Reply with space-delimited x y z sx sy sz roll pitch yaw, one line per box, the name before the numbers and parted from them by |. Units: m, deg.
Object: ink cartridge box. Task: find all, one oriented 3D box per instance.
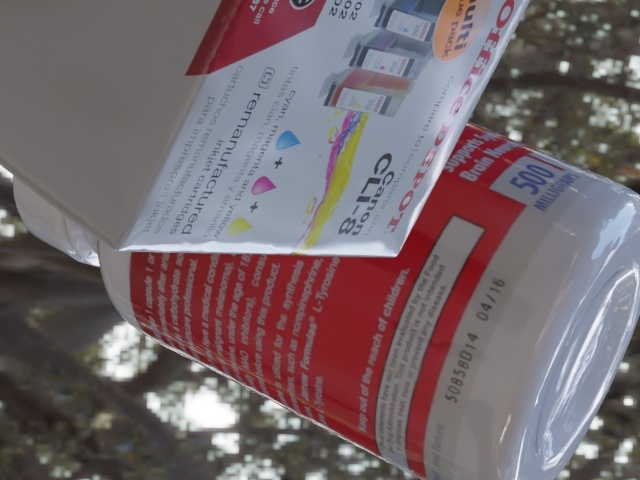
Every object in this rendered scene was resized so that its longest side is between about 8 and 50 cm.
ink cartridge box | -0.032 -0.078 0.529 0.127 0.176 0.128 35 -74 27

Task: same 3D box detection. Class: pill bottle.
pill bottle | 0.000 0.000 1.037 0.407 0.229 0.229 25 -70 23
